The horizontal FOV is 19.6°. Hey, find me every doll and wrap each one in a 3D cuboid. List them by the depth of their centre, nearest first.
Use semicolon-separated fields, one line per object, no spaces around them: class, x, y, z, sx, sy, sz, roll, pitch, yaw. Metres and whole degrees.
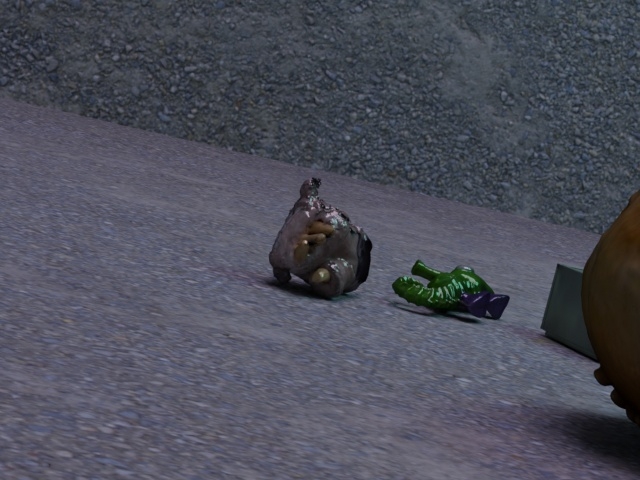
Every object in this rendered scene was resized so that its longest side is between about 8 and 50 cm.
doll;0.146;0.057;2.123;0.115;0.050;0.190;20;10;21

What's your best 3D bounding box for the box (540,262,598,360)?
box;0.383;0.097;2.106;0.225;0.086;0.129;11;6;-25

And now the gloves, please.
gloves;0.000;0.009;2.019;0.094;0.110;0.144;9;-26;31

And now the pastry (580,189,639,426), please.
pastry;0.416;0.077;1.556;0.409;0.245;0.409;1;14;0
